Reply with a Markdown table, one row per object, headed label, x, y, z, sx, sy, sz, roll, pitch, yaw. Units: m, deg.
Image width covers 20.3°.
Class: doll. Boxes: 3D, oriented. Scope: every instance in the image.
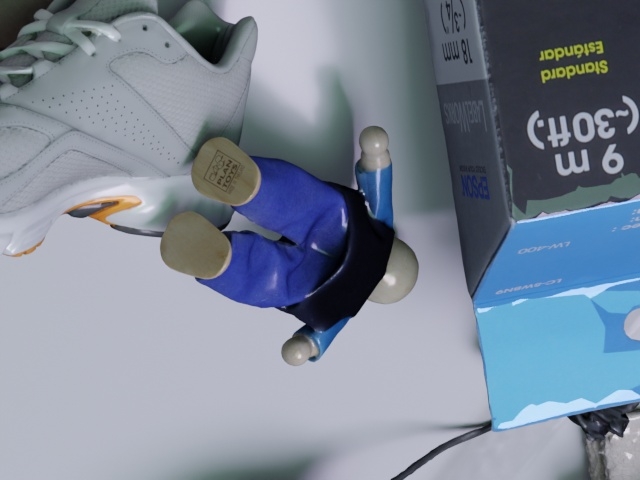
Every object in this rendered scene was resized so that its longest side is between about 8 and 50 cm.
| label | x | y | z | sx | sy | sz | roll | pitch | yaw |
| --- | --- | --- | --- | --- | --- | --- | --- | --- | --- |
| doll | 0.000 | 0.000 | 0.901 | 0.189 | 0.046 | 0.129 | 23 | 90 | -57 |

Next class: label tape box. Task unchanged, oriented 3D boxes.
| label | x | y | z | sx | sy | sz | roll | pitch | yaw |
| --- | --- | --- | --- | --- | --- | --- | --- | --- | --- |
| label tape box | 0.181 | -0.085 | 0.856 | 0.240 | 0.106 | 0.334 | -11 | 95 | -10 |

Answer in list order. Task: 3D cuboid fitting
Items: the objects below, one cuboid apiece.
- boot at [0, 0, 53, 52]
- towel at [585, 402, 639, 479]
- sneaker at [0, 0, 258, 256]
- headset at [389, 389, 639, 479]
| label | x | y | z | sx | sy | sz | roll | pitch | yaw |
| --- | --- | --- | --- | --- | --- | --- | --- | --- | --- |
| boot | -0.140 | -0.113 | 0.857 | 0.118 | 0.042 | 0.087 | 12 | 118 | -19 |
| towel | 0.259 | 0.190 | 1.111 | 0.187 | 0.049 | 0.282 | -10 | 117 | -9 |
| sneaker | -0.127 | -0.066 | 0.805 | 0.262 | 0.099 | 0.121 | -10 | 121 | -55 |
| headset | 0.034 | 0.230 | 0.987 | 0.243 | 0.185 | 0.394 | 30 | 87 | -27 |
